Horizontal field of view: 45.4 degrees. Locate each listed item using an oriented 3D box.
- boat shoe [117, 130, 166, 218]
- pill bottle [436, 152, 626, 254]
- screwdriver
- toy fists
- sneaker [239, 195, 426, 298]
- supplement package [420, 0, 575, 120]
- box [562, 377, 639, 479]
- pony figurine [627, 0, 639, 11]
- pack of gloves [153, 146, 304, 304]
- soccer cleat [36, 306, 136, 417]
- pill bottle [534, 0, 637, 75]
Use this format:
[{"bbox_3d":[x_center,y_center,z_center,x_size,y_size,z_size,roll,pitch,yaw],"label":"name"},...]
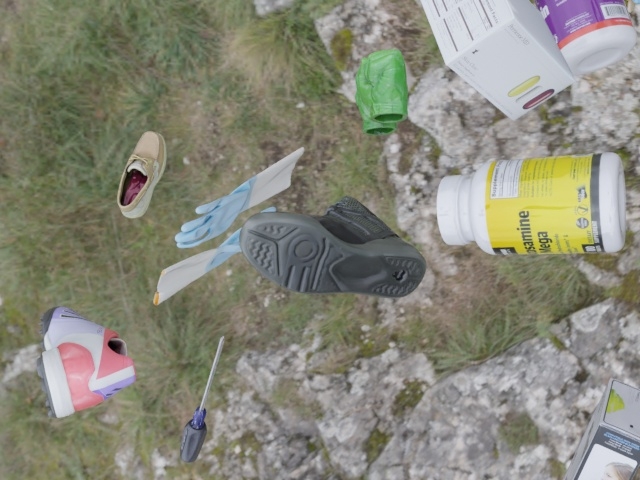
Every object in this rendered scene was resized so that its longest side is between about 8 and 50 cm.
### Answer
[{"bbox_3d":[-0.259,-0.099,1.107,0.050,0.045,0.135,9,77,8],"label":"boat shoe"},{"bbox_3d":[0.406,-0.065,1.481,0.334,0.188,0.187,-2,97,27],"label":"pill bottle"},{"bbox_3d":[-0.116,0.158,0.766,0.024,0.025,0.169,15,116,-7],"label":"screwdriver"},{"bbox_3d":[0.123,-0.311,1.597,0.096,0.279,0.142,0,88,-2],"label":"toy fists"},{"bbox_3d":[0.000,0.000,0.884,0.130,0.228,0.087,49,125,54],"label":"sneaker"},{"bbox_3d":[0.337,-0.389,1.459,0.145,0.262,0.203,-33,54,29],"label":"supplement package"},{"bbox_3d":[0.504,0.413,1.379,0.087,0.169,0.289,23,119,18],"label":"box"},{"bbox_3d":[0.682,-0.590,1.331,0.351,0.303,0.363,21,112,54],"label":"pony figurine"},{"bbox_3d":[-0.114,-0.008,1.055,0.046,0.232,0.195,44,139,13],"label":"pack of gloves"},{"bbox_3d":[-0.335,0.160,1.091,0.318,0.117,0.108,-157,56,-70],"label":"soccer cleat"},{"bbox_3d":[0.589,-0.557,1.756,0.182,0.182,0.322,-23,73,33],"label":"pill bottle"}]
